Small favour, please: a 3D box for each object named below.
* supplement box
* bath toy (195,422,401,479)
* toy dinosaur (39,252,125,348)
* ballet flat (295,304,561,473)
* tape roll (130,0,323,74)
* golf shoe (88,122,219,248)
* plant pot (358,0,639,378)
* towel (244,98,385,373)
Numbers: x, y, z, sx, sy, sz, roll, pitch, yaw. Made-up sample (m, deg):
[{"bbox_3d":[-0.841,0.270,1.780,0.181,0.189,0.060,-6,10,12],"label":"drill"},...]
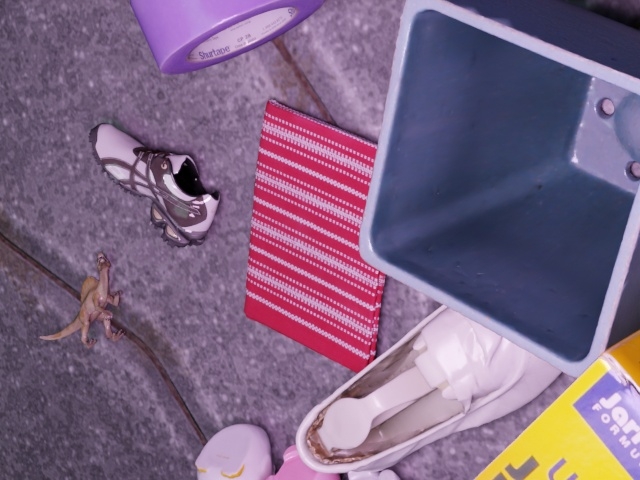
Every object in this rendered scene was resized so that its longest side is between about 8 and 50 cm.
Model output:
[{"bbox_3d":[0.319,0.160,1.129,0.194,0.356,0.195,51,132,17],"label":"supplement box"},{"bbox_3d":[-0.003,0.322,1.649,0.348,0.151,0.129,15,146,40],"label":"bath toy"},{"bbox_3d":[-0.303,0.097,1.903,0.183,0.053,0.093,-54,52,32],"label":"toy dinosaur"},{"bbox_3d":[0.115,0.140,1.452,0.400,0.139,0.139,-40,77,39],"label":"ballet flat"},{"bbox_3d":[-0.096,-0.247,1.483,0.189,0.189,0.080,-28,85,44],"label":"tape roll"},{"bbox_3d":[-0.193,-0.085,1.719,0.198,0.077,0.094,45,119,13],"label":"golf shoe"},{"bbox_3d":[0.220,-0.073,1.210,0.248,0.252,0.247,29,122,32],"label":"plant pot"},{"bbox_3d":[0.000,0.000,1.593,0.199,0.031,0.275,25,120,34],"label":"towel"}]
